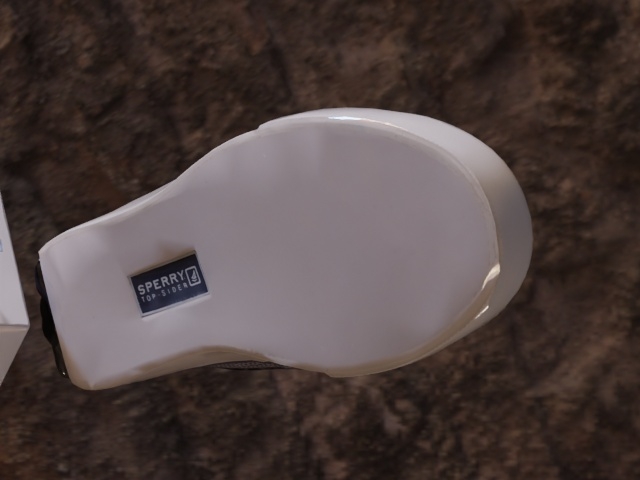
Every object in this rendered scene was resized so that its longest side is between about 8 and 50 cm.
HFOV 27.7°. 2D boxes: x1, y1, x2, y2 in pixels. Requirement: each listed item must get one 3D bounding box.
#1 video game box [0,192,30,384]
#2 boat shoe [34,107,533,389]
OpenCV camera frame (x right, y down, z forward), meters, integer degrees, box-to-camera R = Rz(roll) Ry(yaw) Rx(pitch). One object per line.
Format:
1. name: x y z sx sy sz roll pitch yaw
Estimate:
1. video game box: -0.248 0.043 0.820 0.048 0.205 0.187 7 -134 -31
2. boat shoe: 0.000 0.000 0.682 0.158 0.340 0.127 -17 -85 -44
